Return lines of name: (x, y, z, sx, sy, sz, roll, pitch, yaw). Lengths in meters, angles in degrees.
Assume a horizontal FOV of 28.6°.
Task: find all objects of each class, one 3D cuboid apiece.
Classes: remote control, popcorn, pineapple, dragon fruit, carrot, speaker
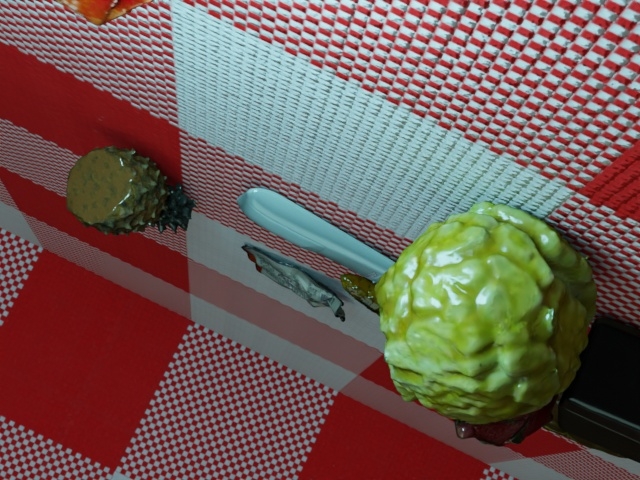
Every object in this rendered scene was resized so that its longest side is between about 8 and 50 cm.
remote control: (0.001, -0.001, 2.012, 0.293, 0.051, 0.103, 28, 166, -11)
popcorn: (0.201, 0.085, 1.540, 0.247, 0.282, 0.282, 22, 167, 29)
pineapple: (-0.307, -0.066, 2.157, 0.158, 0.158, 0.278, 18, 178, 30)
dragon fruit: (0.234, 0.168, 1.763, 0.200, 0.269, 0.198, 6, 137, -32)
carrot: (0.165, 0.139, 2.237, 0.314, 0.066, 0.066, 33, 166, -13)
speaker: (0.472, 0.232, 1.795, 0.231, 0.153, 0.192, 22, 167, 16)

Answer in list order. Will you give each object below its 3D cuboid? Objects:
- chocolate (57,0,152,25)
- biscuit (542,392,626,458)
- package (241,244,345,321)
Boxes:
chocolate: (-0.241, -0.311, 1.142, 0.237, 0.108, 0.235, 33, 166, -22)
biscuit: (0.449, 0.313, 2.337, 0.394, 0.070, 0.350, 20, 166, 24)
package: (-0.043, 0.080, 2.452, 0.232, 0.040, 0.166, 30, 166, 19)
